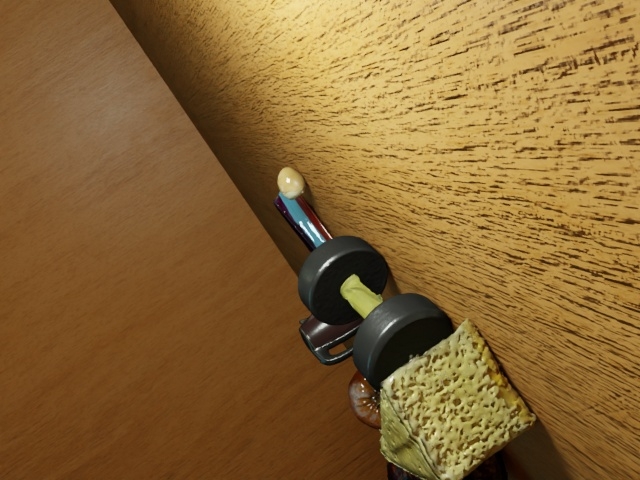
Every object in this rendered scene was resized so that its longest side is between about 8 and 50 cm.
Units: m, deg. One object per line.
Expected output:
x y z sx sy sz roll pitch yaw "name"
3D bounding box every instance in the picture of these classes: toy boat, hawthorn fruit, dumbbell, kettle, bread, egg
0.000 0.000 1.962 0.392 0.079 0.136 51 170 6 "toy boat"
0.201 0.509 2.321 0.235 0.231 0.263 67 165 -13 "hawthorn fruit"
0.106 0.146 1.433 0.322 0.204 0.204 45 168 49 "dumbbell"
0.058 0.273 2.155 0.202 0.232 0.144 50 172 28 "kettle"
0.205 0.290 1.296 0.279 0.248 0.315 61 158 -11 "bread"
-0.076 -0.147 1.763 0.083 0.071 0.071 59 172 -7 "egg"

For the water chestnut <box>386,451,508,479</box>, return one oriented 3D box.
0.343 0.602 1.756 0.350 0.302 0.350 179 90 -67 "water chestnut"
